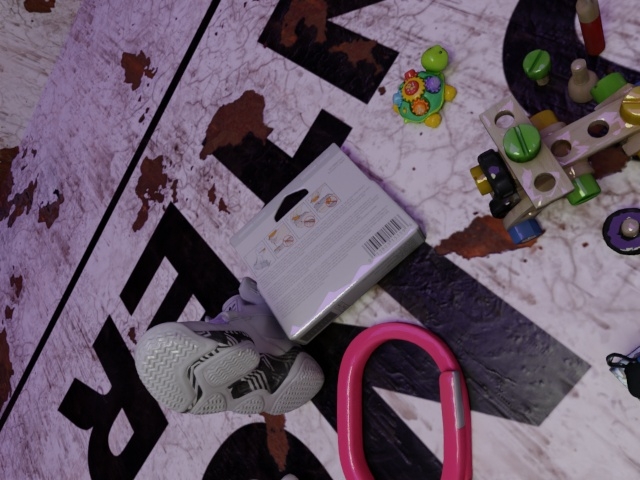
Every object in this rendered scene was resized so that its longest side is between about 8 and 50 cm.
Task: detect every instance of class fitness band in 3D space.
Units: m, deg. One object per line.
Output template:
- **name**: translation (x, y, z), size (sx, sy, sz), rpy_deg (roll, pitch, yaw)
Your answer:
- **fitness band**: translation (0.121, 0.272, 0.687), size (0.208, 0.054, 0.291), rpy_deg (-8, 75, 38)

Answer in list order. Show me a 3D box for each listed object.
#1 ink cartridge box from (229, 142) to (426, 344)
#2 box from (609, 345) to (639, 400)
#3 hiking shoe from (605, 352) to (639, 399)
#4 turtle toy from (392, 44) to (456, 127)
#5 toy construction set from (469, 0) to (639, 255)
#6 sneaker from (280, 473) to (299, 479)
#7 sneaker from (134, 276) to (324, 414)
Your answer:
- **ink cartridge box**: translation (0.000, 0.000, 0.782), size (0.275, 0.060, 0.239), rpy_deg (-42, 57, 5)
- **box**: translation (0.420, 0.141, 0.505), size (0.137, 0.027, 0.094), rpy_deg (-49, 58, 18)
- **hiking shoe**: translation (0.430, 0.225, 0.430), size (0.132, 0.113, 0.304), rpy_deg (-39, 70, 37)
- **turtle toy**: translation (0.170, -0.254, 0.742), size (0.095, 0.066, 0.130), rpy_deg (35, 102, 35)
- **toy construction set**: translation (0.296, -0.145, 0.522), size (0.257, 0.237, 0.309), rpy_deg (-4, 78, 36)
- **sneaker**: translation (-0.021, 0.498, 0.737), size (0.094, 0.080, 0.213), rpy_deg (-10, 82, 22)
- **sneaker**: translation (-0.153, 0.157, 0.722), size (0.137, 0.365, 0.210), rpy_deg (-46, 51, 9)
